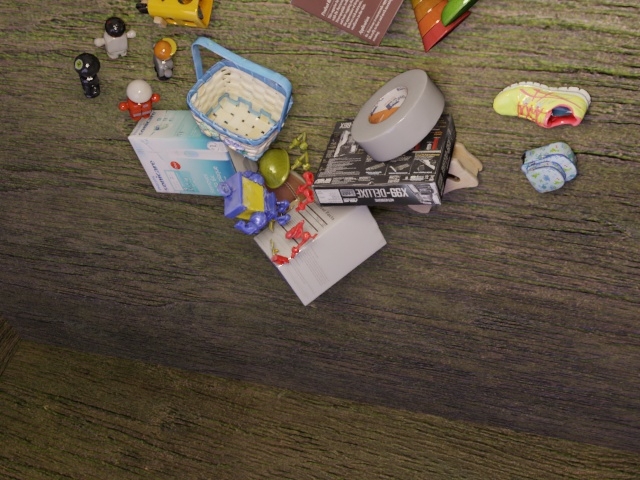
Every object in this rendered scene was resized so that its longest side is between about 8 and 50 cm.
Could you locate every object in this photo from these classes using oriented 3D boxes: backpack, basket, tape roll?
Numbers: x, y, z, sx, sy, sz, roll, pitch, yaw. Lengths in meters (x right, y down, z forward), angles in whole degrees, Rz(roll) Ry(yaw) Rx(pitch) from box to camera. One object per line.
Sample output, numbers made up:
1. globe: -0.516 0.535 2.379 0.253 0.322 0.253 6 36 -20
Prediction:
1. backpack: 0.552 -0.173 1.677 0.114 0.084 0.105 -20 130 37
2. basket: -0.189 -0.339 1.689 0.255 0.201 0.289 29 150 10
3. tape roll: 0.174 -0.285 1.594 0.219 0.219 0.072 -22 126 42

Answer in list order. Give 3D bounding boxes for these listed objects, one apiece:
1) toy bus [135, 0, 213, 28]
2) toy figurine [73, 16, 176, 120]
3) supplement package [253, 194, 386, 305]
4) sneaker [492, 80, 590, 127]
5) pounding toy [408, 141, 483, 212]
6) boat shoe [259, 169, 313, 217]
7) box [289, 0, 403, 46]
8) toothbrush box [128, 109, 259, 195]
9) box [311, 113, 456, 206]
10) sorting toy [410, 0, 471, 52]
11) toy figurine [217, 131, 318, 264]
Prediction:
1. toy bus: -0.339 -0.524 1.538 0.191 0.104 0.202 10 178 -35
2. toy figurine: -0.474 -0.426 1.714 0.213 0.209 0.148 27 159 -4
3. supplement package: 0.000 0.000 1.943 0.175 0.293 0.177 46 170 50
4. sneaker: 0.485 -0.293 1.549 0.209 0.094 0.081 4 142 22
5. pounding toy: 0.273 -0.132 1.794 0.270 0.155 0.154 -10 129 33
6. boat shoe: -0.068 -0.086 2.036 0.123 0.116 0.324 -14 132 36
7. box: 0.076 -0.529 1.376 0.203 0.167 0.168 25 143 -7
8. toothbrush box: -0.350 -0.244 1.960 0.296 0.126 0.216 6 141 19
9. box: 0.156 -0.195 1.698 0.308 0.242 0.076 0 139 23
10. sorting toy: 0.242 -0.486 1.332 0.126 0.127 0.365 50 172 -1
11. toy figurine: -0.157 -0.137 1.776 0.217 0.362 0.191 17 145 -35
